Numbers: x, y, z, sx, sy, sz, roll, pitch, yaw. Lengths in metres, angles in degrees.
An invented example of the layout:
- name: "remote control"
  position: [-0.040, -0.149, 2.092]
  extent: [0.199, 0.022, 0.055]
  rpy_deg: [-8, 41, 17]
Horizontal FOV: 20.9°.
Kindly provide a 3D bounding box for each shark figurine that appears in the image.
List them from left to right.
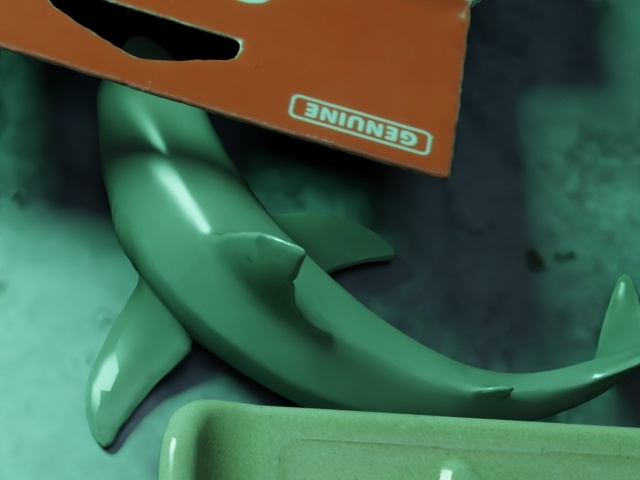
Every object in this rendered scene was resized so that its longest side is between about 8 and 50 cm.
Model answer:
- name: "shark figurine"
  position: [0.015, 0.024, 0.678]
  extent: [0.278, 0.116, 0.166]
  rpy_deg: [23, 67, 5]

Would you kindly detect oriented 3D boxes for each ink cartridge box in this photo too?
- name: "ink cartridge box"
  position: [-0.054, -0.160, 0.731]
  extent: [0.275, 0.060, 0.239]
  rpy_deg: [16, 44, -5]

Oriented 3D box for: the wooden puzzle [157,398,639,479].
- name: "wooden puzzle"
  position: [0.103, 0.228, 0.627]
  extent: [0.348, 0.080, 0.322]
  rpy_deg: [6, 66, -11]
